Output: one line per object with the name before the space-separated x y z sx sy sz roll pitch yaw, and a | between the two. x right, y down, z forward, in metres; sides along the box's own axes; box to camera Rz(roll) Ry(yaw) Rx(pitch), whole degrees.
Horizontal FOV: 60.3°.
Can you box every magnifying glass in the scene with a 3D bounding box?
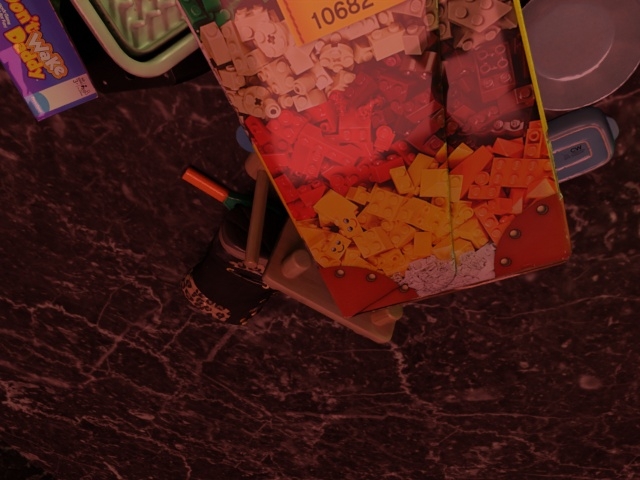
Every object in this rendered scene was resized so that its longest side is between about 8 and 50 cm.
magnifying glass | -0.166 -0.073 1.093 0.231 0.026 0.092 33 129 -17

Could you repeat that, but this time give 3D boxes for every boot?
boot | -0.084 0.086 1.145 0.377 0.138 0.284 21 143 -28

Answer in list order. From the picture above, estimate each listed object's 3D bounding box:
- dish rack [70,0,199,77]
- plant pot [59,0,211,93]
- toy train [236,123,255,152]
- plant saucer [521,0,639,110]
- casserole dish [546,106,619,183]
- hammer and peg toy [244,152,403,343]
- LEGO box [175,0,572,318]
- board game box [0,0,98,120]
dish rack | -0.192 -0.387 0.652 0.072 0.333 0.285 13 142 43
plant pot | -0.260 -0.312 0.802 0.187 0.167 0.188 -2 132 14
toy train | -0.053 -0.255 0.827 0.105 0.143 0.248 25 131 -12
plant saucer | 0.360 -0.283 0.793 0.195 0.037 0.195 5 132 6
casserole dish | 0.395 -0.143 0.912 0.188 0.037 0.114 -23 124 27
hammer and peg toy | 0.000 0.000 0.968 0.361 0.266 0.127 29 149 -16
LEGO box | 0.055 -0.236 0.550 0.193 0.500 0.372 -17 120 17
board game box | -0.402 -0.328 0.710 0.078 0.347 0.233 -27 131 -14
